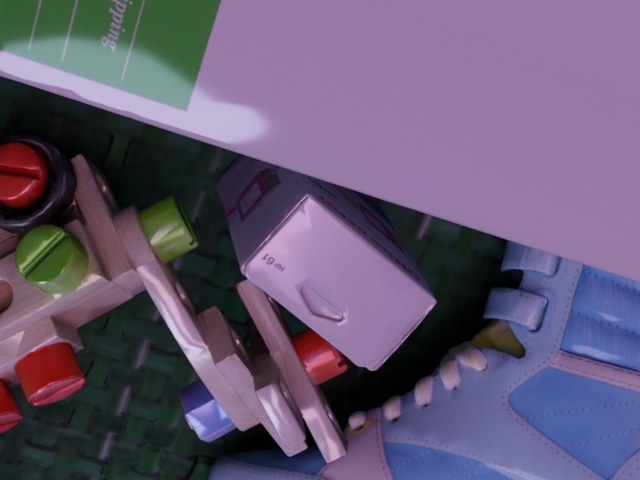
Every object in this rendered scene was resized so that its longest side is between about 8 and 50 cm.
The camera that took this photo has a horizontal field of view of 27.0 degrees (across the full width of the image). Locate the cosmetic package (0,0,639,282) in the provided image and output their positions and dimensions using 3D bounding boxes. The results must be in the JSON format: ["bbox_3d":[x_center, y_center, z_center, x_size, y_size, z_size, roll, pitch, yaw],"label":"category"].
[{"bbox_3d":[0.054,-0.129,0.572,0.366,0.155,0.197,17,120,-5],"label":"cosmetic package"}]

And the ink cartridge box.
[{"bbox_3d":[0.000,0.000,0.675,0.088,0.122,0.052,39,102,-22],"label":"ink cartridge box"}]

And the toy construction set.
[{"bbox_3d":[-0.151,0.081,0.649,0.328,0.151,0.215,-23,71,-11],"label":"toy construction set"}]

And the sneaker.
[{"bbox_3d":[0.084,0.083,0.740,0.319,0.127,0.208,-1,80,17],"label":"sneaker"}]
